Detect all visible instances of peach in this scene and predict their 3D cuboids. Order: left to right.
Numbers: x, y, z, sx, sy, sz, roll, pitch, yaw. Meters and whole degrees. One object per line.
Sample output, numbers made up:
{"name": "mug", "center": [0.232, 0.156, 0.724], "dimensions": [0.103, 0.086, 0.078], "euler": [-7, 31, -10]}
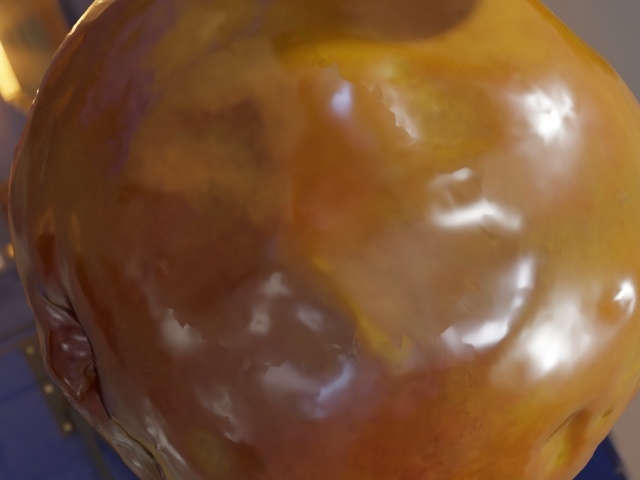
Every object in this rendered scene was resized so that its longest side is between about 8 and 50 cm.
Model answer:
{"name": "peach", "center": [0.000, 0.000, 0.880], "dimensions": [0.343, 0.301, 0.343], "euler": [49, -21, 25]}
